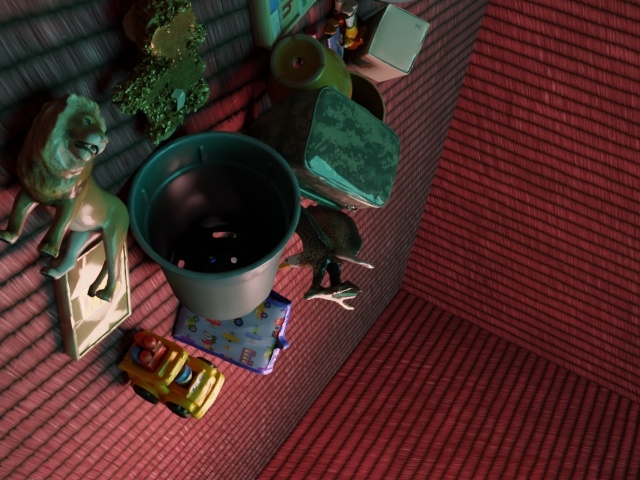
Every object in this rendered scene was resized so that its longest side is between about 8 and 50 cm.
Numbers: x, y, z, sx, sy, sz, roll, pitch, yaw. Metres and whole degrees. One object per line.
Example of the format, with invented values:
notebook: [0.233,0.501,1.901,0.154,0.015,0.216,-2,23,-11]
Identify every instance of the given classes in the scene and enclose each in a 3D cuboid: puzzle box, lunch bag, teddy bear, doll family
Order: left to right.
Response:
teddy bear: [-0.286,-0.316,1.264,0.245,0.113,0.338,-55,169,-8]
lunch bag: [-0.212,0.208,1.839,0.138,0.293,0.221,-26,139,-63]
puzzle box: [-0.069,-0.643,1.486,0.272,0.052,0.409,-56,160,-27]
lunch bag: [-0.001,-0.196,1.621,0.305,0.256,0.213,23,77,-41]
doll family: [0.048,-0.527,1.863,0.263,0.118,0.163,-57,161,-22]

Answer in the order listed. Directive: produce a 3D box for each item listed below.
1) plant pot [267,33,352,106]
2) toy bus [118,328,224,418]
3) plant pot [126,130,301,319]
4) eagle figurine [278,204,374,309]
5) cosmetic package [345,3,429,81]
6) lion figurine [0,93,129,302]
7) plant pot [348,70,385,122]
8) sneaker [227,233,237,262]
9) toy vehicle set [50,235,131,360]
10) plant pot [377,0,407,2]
plant pot: [-0.037,-0.384,1.647,0.205,0.205,0.188,-63,168,-4]
toy bus: [-0.364,0.302,1.678,0.149,0.220,0.211,-58,155,-28]
plant pot: [-0.219,-0.003,1.529,0.341,0.341,0.334,-56,168,-25]
eagle figurine: [-0.011,0.002,1.655,0.226,0.225,0.299,100,-19,-66]
cosmetic package: [0.180,-0.550,1.985,0.153,0.129,0.296,-66,-167,2]
lion figurine: [-0.407,-0.060,1.195,0.392,0.142,0.240,94,13,-68]
plant pot: [0.058,-0.337,2.041,0.237,0.237,0.254,-63,178,-6]
sneaker: [-0.176,-0.025,1.946,0.235,0.097,0.084,-59,162,-15]
toy vehicle set: [-0.456,0.100,1.421,0.166,0.035,0.267,-46,155,-45]
plant pot: [0.189,-0.728,1.810,0.290,0.290,0.195,-53,-172,-32]
